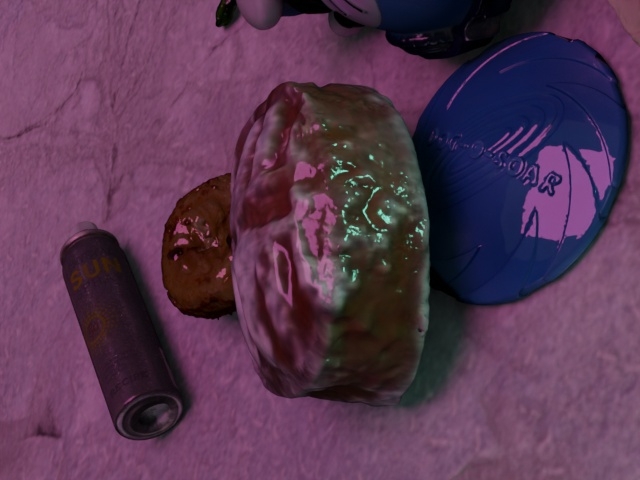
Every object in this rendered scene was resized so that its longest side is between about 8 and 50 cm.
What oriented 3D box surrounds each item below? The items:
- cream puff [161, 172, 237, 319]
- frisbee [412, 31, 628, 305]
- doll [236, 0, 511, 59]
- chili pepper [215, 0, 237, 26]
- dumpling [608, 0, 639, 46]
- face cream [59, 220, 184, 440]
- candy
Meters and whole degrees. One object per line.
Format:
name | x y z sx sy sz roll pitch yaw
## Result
cream puff | -0.088 0.009 1.366 0.149 0.084 0.149 -17 65 40
frisbee | 0.146 -0.066 1.175 0.242 0.045 0.242 -24 55 40
doll | 0.058 -0.296 1.236 0.310 0.240 0.284 10 122 63
chili pepper | -0.090 -0.293 1.545 0.055 0.035 0.118 -7 77 59
dumpling | 0.296 -0.238 1.025 0.179 0.131 0.252 22 85 58
face cream | -0.217 0.084 1.481 0.073 0.073 0.283 -49 43 21
candy | 0.000 0.000 1.201 0.214 0.157 0.290 -46 47 51
